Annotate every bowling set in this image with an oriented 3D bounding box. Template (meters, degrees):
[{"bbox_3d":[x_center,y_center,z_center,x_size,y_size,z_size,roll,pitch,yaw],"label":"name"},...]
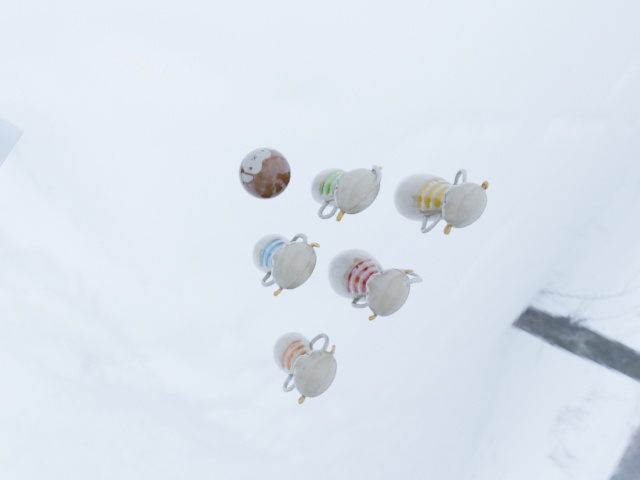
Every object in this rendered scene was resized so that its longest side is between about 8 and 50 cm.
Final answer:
[{"bbox_3d":[0.000,0.000,0.835,0.287,0.200,0.154,-54,-161,-4],"label":"bowling set"}]

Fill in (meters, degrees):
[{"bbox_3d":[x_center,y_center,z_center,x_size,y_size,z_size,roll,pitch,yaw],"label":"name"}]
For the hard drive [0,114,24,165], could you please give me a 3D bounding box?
[{"bbox_3d":[-0.554,-0.134,1.013,0.319,0.040,0.210,34,88,-22],"label":"hard drive"}]
